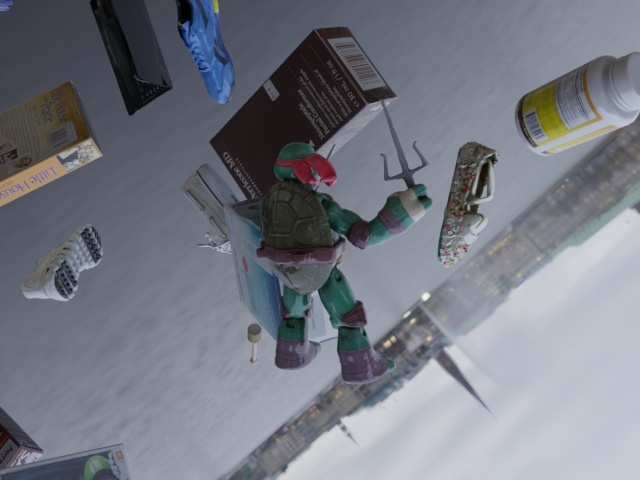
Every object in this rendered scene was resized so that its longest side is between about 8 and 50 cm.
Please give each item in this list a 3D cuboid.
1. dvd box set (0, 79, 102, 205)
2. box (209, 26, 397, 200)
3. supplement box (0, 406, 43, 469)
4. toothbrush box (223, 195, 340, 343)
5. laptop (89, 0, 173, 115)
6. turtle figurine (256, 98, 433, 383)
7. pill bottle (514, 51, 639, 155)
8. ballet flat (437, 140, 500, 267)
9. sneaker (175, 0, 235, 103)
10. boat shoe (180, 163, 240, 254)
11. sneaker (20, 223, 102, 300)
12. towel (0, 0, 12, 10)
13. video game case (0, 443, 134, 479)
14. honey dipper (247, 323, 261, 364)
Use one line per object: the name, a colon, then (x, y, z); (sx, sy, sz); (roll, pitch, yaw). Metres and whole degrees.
dvd box set: (-0.724, -0.193, 1.584); (0.420, 0.308, 0.062); (-29, 135, -8)
box: (-0.047, -0.255, 1.478); (0.381, 0.191, 0.143); (-39, 172, 37)
supplement box: (-0.659, 0.387, 1.338); (0.130, 0.239, 0.073); (-55, 151, -11)
toothbrush box: (-0.072, 0.048, 1.308); (0.126, 0.216, 0.295); (-14, -161, -18)
laptop: (-0.365, -0.358, 1.219); (0.136, 0.234, 0.264); (-21, -175, -42)
turtle figurine: (0.000, 0.000, 0.598); (0.118, 0.234, 0.175); (-13, -164, -36)
pill bottle: (0.432, -0.224, 1.135); (0.117, 0.117, 0.215); (-35, -173, -33)
ballet flat: (0.270, -0.066, 1.261); (0.091, 0.077, 0.241); (20, 80, -54)
sneaker: (-0.206, -0.333, 1.188); (0.069, 0.209, 0.082); (4, -157, 40)
boat shoe: (-0.260, -0.023, 1.878); (0.156, 0.367, 0.136); (-39, 173, 7)
sneaker: (-0.627, 0.048, 1.700); (0.118, 0.110, 0.292); (-12, -156, 13)
towel: (-0.872, -0.620, 1.585); (0.034, 0.209, 0.285); (-31, 175, 35)
video game case: (-0.270, 0.329, 0.788); (0.022, 0.173, 0.190); (-29, 161, 22)
honey dipper: (-0.142, 0.227, 1.499); (0.030, 0.030, 0.161); (-37, 157, -25)
